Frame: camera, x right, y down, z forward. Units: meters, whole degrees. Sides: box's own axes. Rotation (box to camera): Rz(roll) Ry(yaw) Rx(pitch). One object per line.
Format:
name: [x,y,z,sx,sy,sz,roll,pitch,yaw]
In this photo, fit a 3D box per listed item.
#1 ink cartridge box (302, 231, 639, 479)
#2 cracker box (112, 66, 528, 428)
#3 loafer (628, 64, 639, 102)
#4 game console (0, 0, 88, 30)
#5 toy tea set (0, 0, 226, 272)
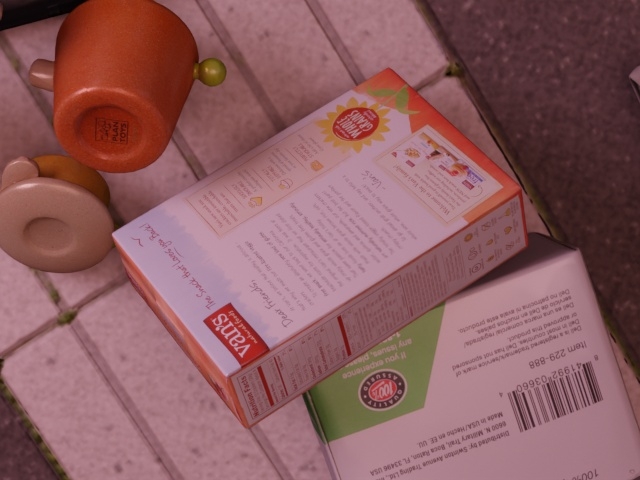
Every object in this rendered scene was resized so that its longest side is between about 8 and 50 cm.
ink cartridge box: [0.117,0.167,1.182,0.211,0.121,0.289,-20,99,-6]
cracker box: [0.000,0.000,1.111,0.232,0.156,0.067,-31,141,-14]
loafer: [0.307,0.008,1.208,0.111,0.112,0.320,-17,91,-2]
game console: [-0.343,-0.281,1.090,0.386,0.060,0.342,-16,98,-7]
toy tea set: [-0.234,-0.127,1.086,0.336,0.124,0.200,32,128,-24]
